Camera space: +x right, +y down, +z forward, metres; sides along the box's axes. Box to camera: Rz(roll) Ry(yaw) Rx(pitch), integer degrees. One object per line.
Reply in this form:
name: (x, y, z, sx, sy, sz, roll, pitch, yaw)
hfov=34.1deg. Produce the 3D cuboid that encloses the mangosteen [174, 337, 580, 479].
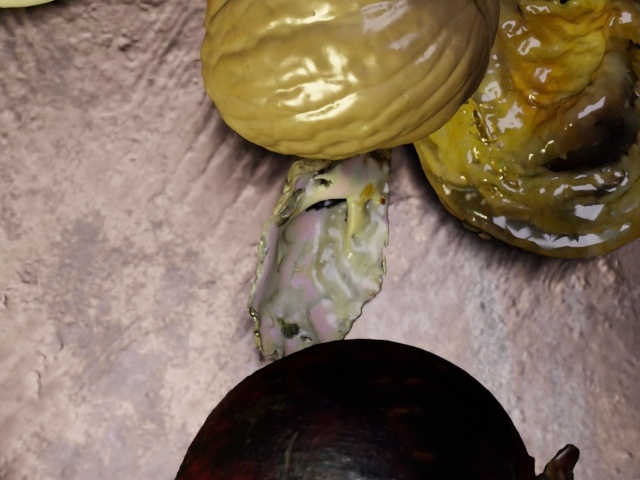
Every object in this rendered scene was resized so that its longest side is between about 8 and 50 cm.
mangosteen: (0.061, 0.218, 0.728, 0.359, 0.306, 0.306, -8, 78, 29)

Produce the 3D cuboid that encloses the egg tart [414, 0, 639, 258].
egg tart: (0.215, -0.133, 0.910, 0.297, 0.132, 0.297, -3, 71, 8)

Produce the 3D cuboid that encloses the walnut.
walnut: (0.017, -0.174, 0.853, 0.260, 0.225, 0.225, -9, 77, 35)

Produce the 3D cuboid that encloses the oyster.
oyster: (-0.008, 0.003, 0.902, 0.132, 0.072, 0.209, 9, 92, -33)

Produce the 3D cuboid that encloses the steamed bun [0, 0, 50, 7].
steamed bun: (-0.299, -0.301, 0.903, 0.228, 0.131, 0.177, 7, 79, -6)
